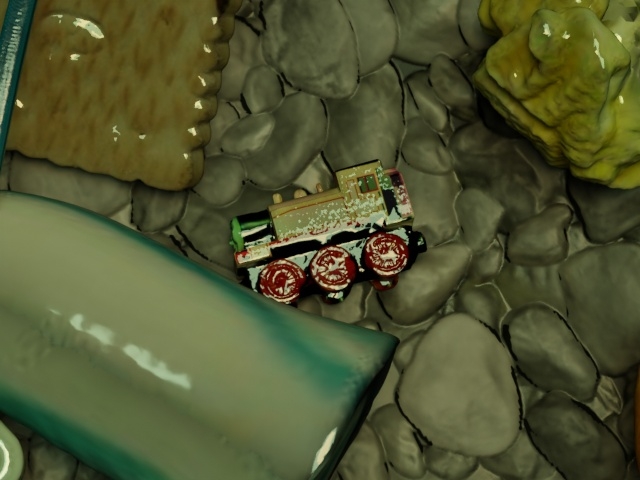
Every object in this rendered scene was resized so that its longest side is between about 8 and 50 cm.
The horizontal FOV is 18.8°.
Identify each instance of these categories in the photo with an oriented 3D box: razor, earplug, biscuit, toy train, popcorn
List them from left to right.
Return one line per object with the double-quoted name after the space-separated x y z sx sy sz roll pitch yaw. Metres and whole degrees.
-0.197 -0.110 1.220 0.068 0.037 0.191 10 73 2 "razor"
-0.147 -0.202 1.276 0.217 0.044 0.324 14 110 1 "biscuit"
-0.131 0.064 1.239 0.324 0.185 0.185 30 77 7 "earplug"
0.000 0.000 1.321 0.138 0.050 0.087 -15 75 -7 "toy train"
0.199 -0.134 1.309 0.188 0.167 0.185 15 69 -10 "popcorn"

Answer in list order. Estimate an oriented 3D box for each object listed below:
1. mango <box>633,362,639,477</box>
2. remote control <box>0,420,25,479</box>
0.297 0.165 1.270 0.257 0.138 0.187 47 66 -1 "mango"
-0.345 0.214 1.232 0.335 0.065 0.128 -43 87 -12 "remote control"
